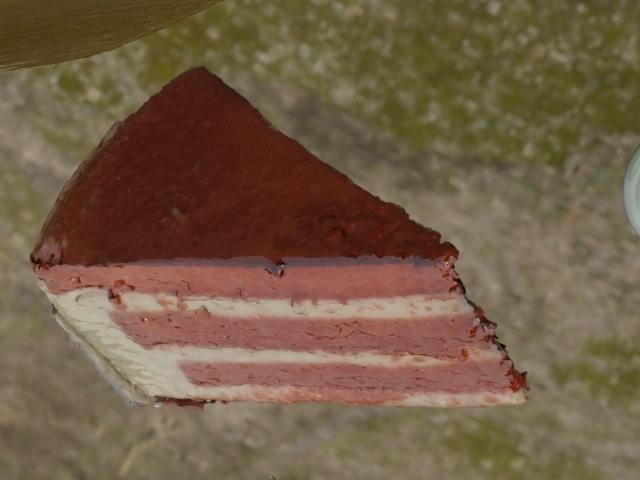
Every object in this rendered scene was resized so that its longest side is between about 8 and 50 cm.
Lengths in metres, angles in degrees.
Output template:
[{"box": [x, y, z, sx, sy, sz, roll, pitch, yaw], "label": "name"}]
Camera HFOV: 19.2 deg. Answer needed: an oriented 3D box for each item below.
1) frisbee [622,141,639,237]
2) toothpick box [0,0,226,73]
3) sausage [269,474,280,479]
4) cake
[{"box": [0.234, -0.033, 1.122, 0.110, 0.110, 0.014, 39, -160, -25], "label": "frisbee"}, {"box": [-0.153, -0.130, 0.628, 0.187, 0.308, 0.190, -20, 88, 36], "label": "toothpick box"}, {"box": [-0.014, 0.208, 1.303, 0.015, 0.015, 0.100, -16, 97, 61], "label": "sausage"}, {"box": [0.000, 0.000, 1.046, 0.262, 0.160, 0.158, -1, 141, 30], "label": "cake"}]
